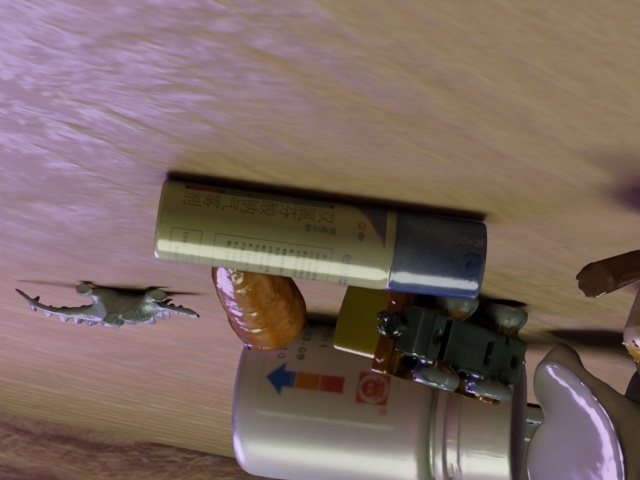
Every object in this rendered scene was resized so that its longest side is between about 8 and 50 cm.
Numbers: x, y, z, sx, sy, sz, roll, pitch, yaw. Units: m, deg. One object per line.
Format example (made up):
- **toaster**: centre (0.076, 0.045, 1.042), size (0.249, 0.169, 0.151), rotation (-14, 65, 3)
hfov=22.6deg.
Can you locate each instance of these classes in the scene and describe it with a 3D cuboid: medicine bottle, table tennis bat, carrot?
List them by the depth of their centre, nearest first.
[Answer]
- **table tennis bat**: centre (0.183, -0.033, 0.998), size (0.107, 0.119, 0.170), rotation (-34, 169, 34)
- **medicine bottle**: centre (0.000, 0.000, 1.135), size (0.231, 0.059, 0.059), rotation (7, 168, -3)
- **carrot**: centre (-0.059, 0.033, 1.349), size (0.072, 0.072, 0.205), rotation (5, 160, 10)
- **medicine bottle**: centre (0.064, 0.177, 1.679), size (0.293, 0.170, 0.170), rotation (4, 168, 14)

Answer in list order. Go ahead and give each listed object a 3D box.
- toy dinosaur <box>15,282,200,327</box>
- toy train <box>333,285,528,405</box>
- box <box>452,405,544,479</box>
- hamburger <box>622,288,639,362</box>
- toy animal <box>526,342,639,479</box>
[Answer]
- **toy dinosaur**: centre (-0.220, 0.070, 1.656), size (0.209, 0.039, 0.082), rotation (5, 170, 15)
- **toy train**: centre (0.104, 0.089, 1.450), size (0.127, 0.089, 0.219), rotation (10, 174, 44)
- **box**: centre (0.258, 0.340, 2.317), size (0.175, 0.182, 0.312), rotation (11, 168, -19)
- **hamburger**: centre (0.313, 0.082, 1.283), size (0.141, 0.081, 0.126), rotation (4, 168, 18)
- **toy animal**: centre (0.347, 0.221, 1.618), size (0.265, 0.272, 0.206), rotation (-4, -159, -34)
